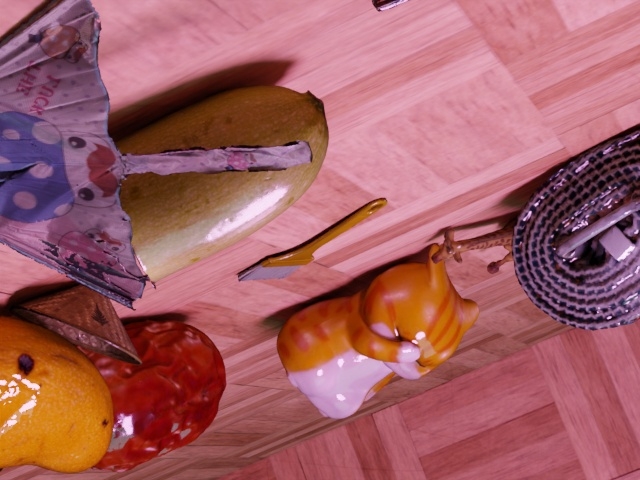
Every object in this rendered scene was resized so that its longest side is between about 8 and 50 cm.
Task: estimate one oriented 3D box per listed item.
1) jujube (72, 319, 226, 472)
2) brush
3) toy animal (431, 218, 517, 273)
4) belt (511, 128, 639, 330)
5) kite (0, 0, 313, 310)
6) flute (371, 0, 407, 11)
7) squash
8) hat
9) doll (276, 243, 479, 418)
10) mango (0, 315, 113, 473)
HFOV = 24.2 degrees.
[{"bbox_3d":[-0.223,0.180,1.762,0.174,0.174,0.250,-32,173,39],"label":"jujube"},{"bbox_3d":[0.000,0.000,1.709,0.205,0.011,0.083,-31,162,34],"label":"brush"},{"bbox_3d":[0.253,-0.001,1.990,0.149,0.054,0.275,-24,169,24],"label":"toy animal"},{"bbox_3d":[0.376,-0.014,1.803,0.295,0.207,0.160,-30,166,26],"label":"belt"},{"bbox_3d":[-0.162,-0.051,1.036,0.314,0.011,0.335,0,142,2],"label":"kite"},{"bbox_3d":[0.165,-0.221,1.099,0.269,0.014,0.014,-22,166,1],"label":"flute"},{"bbox_3d":[-0.077,-0.058,1.172,0.186,0.123,0.123,-28,166,1],"label":"squash"},{"bbox_3d":[-0.238,0.069,1.530,0.146,0.067,0.146,20,167,5],"label":"hat"},{"bbox_3d":[0.069,0.131,2.011,0.269,0.162,0.167,-20,137,20],"label":"doll"},{"bbox_3d":[-0.332,0.159,1.517,0.295,0.120,0.177,18,112,-49],"label":"mango"}]
